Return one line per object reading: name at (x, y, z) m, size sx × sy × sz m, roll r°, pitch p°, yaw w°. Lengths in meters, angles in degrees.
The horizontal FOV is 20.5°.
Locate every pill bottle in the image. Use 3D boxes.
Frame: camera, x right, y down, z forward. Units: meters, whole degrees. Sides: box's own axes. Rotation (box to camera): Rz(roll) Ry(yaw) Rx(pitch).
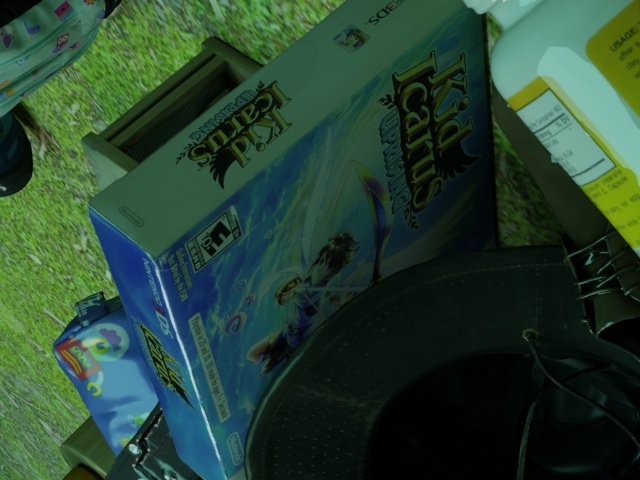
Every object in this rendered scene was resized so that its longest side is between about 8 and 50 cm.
pill bottle at (0.151, -0.073, 0.796) m, size 0.208 × 0.117 × 0.117 m, roll 49°, pitch 159°, yaw -2°

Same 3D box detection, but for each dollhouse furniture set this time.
dollhouse furniture set at (-0.063, -0.022, 1.284) m, size 0.129 × 0.129 × 0.183 m, roll 34°, pitch 154°, yaw 33°

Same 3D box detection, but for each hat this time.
hat at (0.122, 0.116, 1.083) m, size 0.331 × 0.331 × 0.134 m, roll 57°, pitch -164°, yaw -21°

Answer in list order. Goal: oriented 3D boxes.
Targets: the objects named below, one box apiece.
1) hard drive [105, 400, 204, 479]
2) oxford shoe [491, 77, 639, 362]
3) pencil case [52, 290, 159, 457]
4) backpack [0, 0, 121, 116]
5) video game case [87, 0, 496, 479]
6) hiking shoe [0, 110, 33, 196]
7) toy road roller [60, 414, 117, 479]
hard drive at (-0.007, 0.162, 1.308) m, size 0.237 × 0.064 × 0.339 m, roll 39°, pitch 140°, yaw 3°
oxford shoe at (0.161, -0.002, 0.913) m, size 0.227 × 0.096 × 0.083 m, roll 50°, pitch 140°, yaw -2°
pencil case at (-0.104, 0.168, 1.511) m, size 0.133 × 0.119 × 0.306 m, roll -34°, pitch 92°, yaw 30°
backpack at (-0.246, -0.168, 1.312) m, size 0.152 × 0.182 × 0.115 m, roll 31°, pitch 153°, yaw 36°
video game case at (0.000, 0.000, 1.040) m, size 0.061 × 0.244 × 0.269 m, roll 36°, pitch 156°, yaw 29°
hiking shoe at (-0.387, -0.166, 1.684) m, size 0.304 × 0.113 × 0.132 m, roll 48°, pitch 160°, yaw 0°
toy road roller at (-0.084, 0.255, 1.703) m, size 0.329 × 0.202 × 0.240 m, roll 43°, pitch 158°, yaw 3°
